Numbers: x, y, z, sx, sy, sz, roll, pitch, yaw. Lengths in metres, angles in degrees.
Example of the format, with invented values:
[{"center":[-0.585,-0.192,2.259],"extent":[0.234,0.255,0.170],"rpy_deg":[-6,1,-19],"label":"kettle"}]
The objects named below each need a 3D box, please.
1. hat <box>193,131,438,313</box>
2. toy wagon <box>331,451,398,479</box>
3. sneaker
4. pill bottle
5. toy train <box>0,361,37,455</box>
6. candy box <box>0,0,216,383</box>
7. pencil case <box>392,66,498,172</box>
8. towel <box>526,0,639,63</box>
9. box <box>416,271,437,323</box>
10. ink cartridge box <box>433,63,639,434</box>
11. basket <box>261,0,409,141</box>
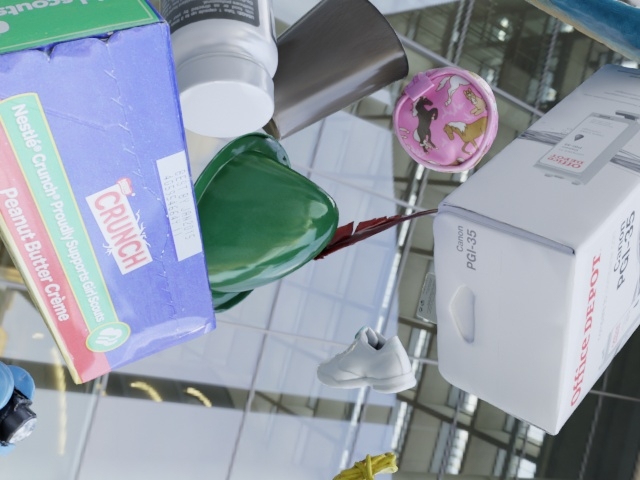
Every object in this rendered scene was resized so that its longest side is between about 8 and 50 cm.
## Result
[{"center":[0.000,0.000,0.622],"extent":[0.183,0.173,0.208],"rpy_deg":[20,-107,26],"label":"hat"},{"center":[0.103,0.353,0.592],"extent":[0.068,0.267,0.344],"rpy_deg":[90,-23,-69],"label":"toy wagon"},{"center":[0.065,0.181,1.076],"extent":[0.212,0.080,0.094],"rpy_deg":[-12,-89,53],"label":"sneaker"},{"center":[-0.144,-0.300,0.966],"extent":[0.161,0.161,0.283],"rpy_deg":[-30,-123,44],"label":"pill bottle"},{"center":[-0.309,0.107,0.532],"extent":[0.105,0.184,0.080],"rpy_deg":[-47,173,-15],"label":"toy train"},{"center":[-0.202,-0.100,0.498],"extent":[0.317,0.122,0.268],"rpy_deg":[50,-28,35],"label":"candy box"},{"center":[0.229,-0.219,1.198],"extent":[0.386,0.167,0.160],"rpy_deg":[-45,152,-71],"label":"pencil case"},{"center":[0.281,-0.264,0.763],"extent":[0.370,0.271,0.040],"rpy_deg":[47,-63,34],"label":"towel"},{"center":[0.307,0.138,1.269],"extent":[0.275,0.113,0.094],"rpy_deg":[21,-84,62],"label":"box"},{"center":[0.231,-0.001,0.610],"extent":[0.117,0.283,0.207],"rpy_deg":[24,-42,37],"label":"ink cartridge box"},{"center":[-0.010,-0.271,1.097],"extent":[0.227,0.154,0.204],"rpy_deg":[-37,-121,-11],"label":"basket"}]
